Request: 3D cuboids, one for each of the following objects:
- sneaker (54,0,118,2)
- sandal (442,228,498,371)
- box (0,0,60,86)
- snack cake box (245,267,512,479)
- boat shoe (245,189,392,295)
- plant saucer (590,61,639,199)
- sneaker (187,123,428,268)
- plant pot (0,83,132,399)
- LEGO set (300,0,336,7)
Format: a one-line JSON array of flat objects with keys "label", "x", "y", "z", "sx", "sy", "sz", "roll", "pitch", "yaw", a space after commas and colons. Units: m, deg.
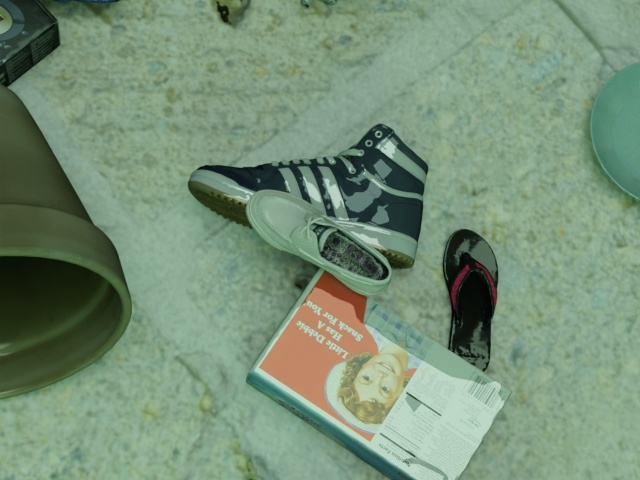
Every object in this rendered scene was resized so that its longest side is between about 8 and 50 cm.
[{"label": "sneaker", "x": -0.267, "y": -0.436, "z": 1.824, "sx": 0.147, "sy": 0.130, "sz": 0.330, "roll": 11, "pitch": 76, "yaw": -19}, {"label": "sandal", "x": 0.182, "y": 0.071, "z": 1.766, "sx": 0.067, "sy": 0.040, "sz": 0.179, "roll": 2, "pitch": 74, "yaw": -6}, {"label": "box", "x": -0.425, "y": -0.243, "z": 1.759, "sx": 0.180, "sy": 0.077, "sz": 0.147, "roll": -41, "pitch": 84, "yaw": -16}, {"label": "snack cake box", "x": 0.065, "y": 0.168, "z": 1.700, "sx": 0.264, "sy": 0.089, "sz": 0.152, "roll": 34, "pitch": 75, "yaw": 3}, {"label": "boat shoe", "x": 0.000, "y": 0.000, "z": 1.656, "sx": 0.184, "sy": 0.063, "sz": 0.066, "roll": 39, "pitch": 73, "yaw": 0}, {"label": "plant saucer", "x": 0.427, "y": -0.129, "z": 1.854, "sx": 0.195, "sy": 0.037, "sz": 0.195, "roll": 2, "pitch": 74, "yaw": -6}, {"label": "sneaker", "x": -0.006, "y": -0.077, "z": 1.752, "sx": 0.282, "sy": 0.099, "sz": 0.153, "roll": 18, "pitch": 78, "yaw": -9}, {"label": "plant pot", "x": -0.391, "y": -0.014, "z": 1.605, "sx": 0.323, "sy": 0.323, "sz": 0.280, "roll": -13, "pitch": 61, "yaw": -10}, {"label": "LEGO set", "x": -0.015, "y": -0.410, "z": 1.752, "sx": 0.255, "sy": 0.331, "sz": 0.192, "roll": 24, "pitch": 74, "yaw": -21}]
